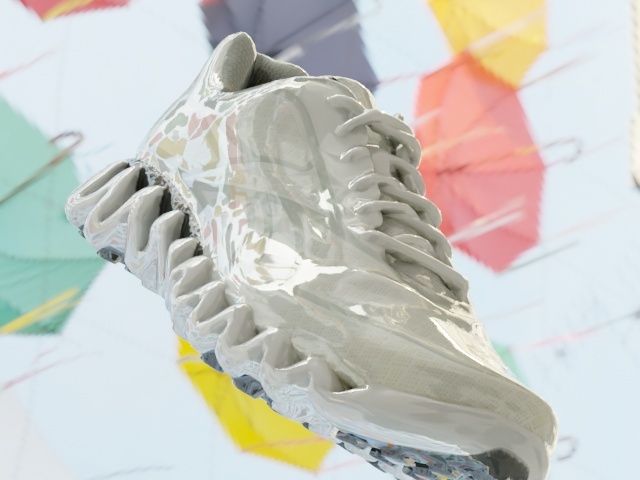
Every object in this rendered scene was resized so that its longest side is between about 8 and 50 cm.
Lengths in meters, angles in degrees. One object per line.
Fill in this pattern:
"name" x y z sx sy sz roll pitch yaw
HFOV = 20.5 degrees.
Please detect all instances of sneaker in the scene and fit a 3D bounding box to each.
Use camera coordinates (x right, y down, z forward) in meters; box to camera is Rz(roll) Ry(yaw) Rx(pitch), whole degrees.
"sneaker" 0.000 0.000 0.666 0.110 0.292 0.118 35 -88 -37
